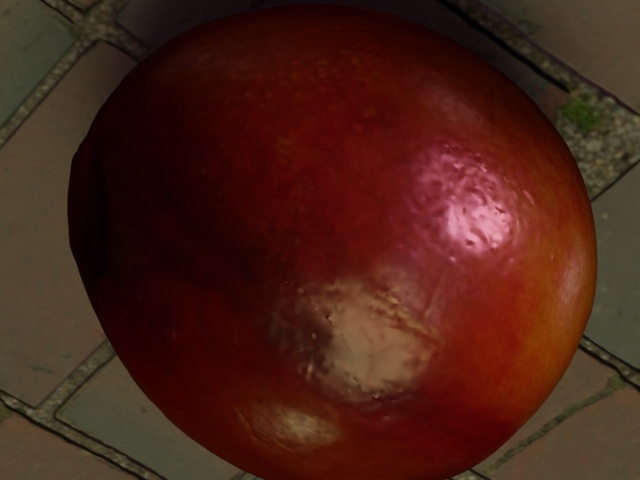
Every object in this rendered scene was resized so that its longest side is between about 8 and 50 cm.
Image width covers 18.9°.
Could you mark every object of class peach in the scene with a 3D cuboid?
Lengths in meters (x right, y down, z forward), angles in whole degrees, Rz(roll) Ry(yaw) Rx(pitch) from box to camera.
[{"bbox_3d":[0.000,0.000,1.410,0.388,0.388,0.388,2,130,2],"label":"peach"}]
